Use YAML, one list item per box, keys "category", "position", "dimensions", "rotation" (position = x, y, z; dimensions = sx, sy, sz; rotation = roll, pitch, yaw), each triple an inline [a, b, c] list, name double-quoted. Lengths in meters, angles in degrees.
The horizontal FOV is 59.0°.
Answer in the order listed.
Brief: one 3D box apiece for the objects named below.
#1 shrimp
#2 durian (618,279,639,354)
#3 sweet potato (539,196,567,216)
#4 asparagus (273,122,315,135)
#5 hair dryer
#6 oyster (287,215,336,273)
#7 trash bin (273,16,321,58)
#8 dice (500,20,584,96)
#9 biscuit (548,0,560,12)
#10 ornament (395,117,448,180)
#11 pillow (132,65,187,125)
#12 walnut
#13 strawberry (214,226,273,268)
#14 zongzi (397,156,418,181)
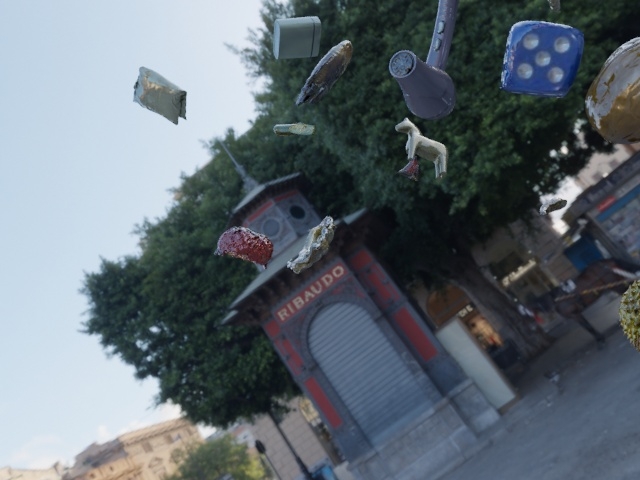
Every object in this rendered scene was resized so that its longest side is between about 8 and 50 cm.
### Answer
- category: "shrimp"
  position: [0.013, -0.578, 2.056]
  dimensions: [0.365, 0.071, 0.233]
  rotation: [-55, -6, -26]
- category: "durian"
  position: [0.830, 0.183, 1.410]
  dimensions: [0.182, 0.165, 0.132]
  rotation: [-43, -36, 7]
- category: "sweet potato"
  position: [0.641, -0.094, 1.569]
  dimensions: [0.153, 0.038, 0.041]
  rotation: [-22, 2, -39]
- category: "asparagus"
  position: [-0.089, -0.377, 1.929]
  dimensions: [0.178, 0.045, 0.041]
  rotation: [9, 45, 45]
- category: "hair dryer"
  position: [0.264, -0.479, 1.324]
  dimensions: [0.301, 0.121, 0.361]
  rotation: [12, -91, -63]
- category: "oyster"
  position: [-0.002, 0.002, 1.542]
  dimensions: [0.129, 0.078, 0.345]
  rotation: [-49, 4, 22]
- category: "trash bin"
  position: [-0.070, -0.604, 1.688]
  dimensions: [0.130, 0.059, 0.116]
  rotation: [-11, -42, -18]
- category: "dice"
  position: [0.471, -0.387, 1.216]
  dimensions: [0.146, 0.146, 0.143]
  rotation: [-41, -40, -73]
- category: "biscuit"
  position: [0.560, -0.632, 1.390]
  dimensions: [0.032, 0.133, 0.250]
  rotation: [-19, 32, 27]
- category: "ornament"
  position: [0.394, -0.370, 2.216]
  dimensions: [0.061, 0.230, 0.245]
  rotation: [120, 167, -49]
- category: "pillow"
  position: [-0.510, -0.464, 1.816]
  dimensions: [0.078, 0.181, 0.134]
  rotation: [-56, -5, -43]
- category: "walnut"
  position: [0.604, -0.286, 1.080]
  dimensions: [0.167, 0.167, 0.207]
  rotation: [-21, -39, -42]
- category: "strawberry"
  position: [-0.184, 0.014, 1.396]
  dimensions: [0.086, 0.145, 0.145]
  rotation: [-70, -20, 2]
- category: "zongzi"
  position: [0.322, -0.235, 1.968]
  dimensions: [0.083, 0.073, 0.067]
  rotation: [-40, -21, -21]
